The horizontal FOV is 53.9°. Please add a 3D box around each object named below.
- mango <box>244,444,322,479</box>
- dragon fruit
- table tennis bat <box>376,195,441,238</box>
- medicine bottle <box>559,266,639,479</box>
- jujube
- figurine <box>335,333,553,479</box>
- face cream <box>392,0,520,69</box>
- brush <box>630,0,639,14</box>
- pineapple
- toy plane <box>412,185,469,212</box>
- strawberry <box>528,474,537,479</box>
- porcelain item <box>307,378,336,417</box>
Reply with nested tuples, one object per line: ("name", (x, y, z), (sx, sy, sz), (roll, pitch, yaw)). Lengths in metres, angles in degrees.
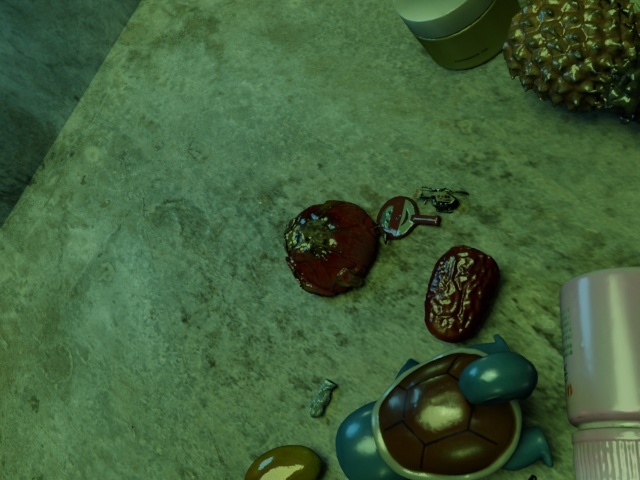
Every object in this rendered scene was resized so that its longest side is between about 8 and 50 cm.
("mango", (-0.075, 0.454, 1.218), (0.163, 0.089, 0.111), (-44, 60, -1))
("dragon fruit", (-0.003, 0.001, 1.335), (0.224, 0.148, 0.218), (34, 93, 43))
("table tennis bat", (0.181, -0.046, 1.310), (0.155, 0.019, 0.098), (7, 74, 42))
("medicine bottle", (0.439, 0.198, 0.889), (0.178, 0.178, 0.290), (-11, 64, 33))
("jujube", (0.248, 0.097, 1.128), (0.112, 0.109, 0.176), (18, 85, 46))
("figurine", (0.216, 0.294, 1.014), (0.416, 0.243, 0.297), (-43, 56, 40))
("face cream", (0.289, -0.501, 1.335), (0.218, 0.179, 0.218), (-16, 60, 31))
("brush", (0.612, -0.348, 1.129), (0.090, 0.017, 0.314), (-30, 54, 26))
("pineapple", (0.500, -0.295, 1.076), (0.223, 0.223, 0.357), (-48, 59, 8))
("toy plane", (0.237, -0.086, 1.276), (0.121, 0.031, 0.049), (9, 69, 37))
("strawberry", (0.332, 0.473, 0.870), (0.178, 0.234, 0.233), (29, 87, 12))
("porcelain item", (0.002, 0.319, 1.263), (0.083, 0.028, 0.036), (-60, 31, 0))
